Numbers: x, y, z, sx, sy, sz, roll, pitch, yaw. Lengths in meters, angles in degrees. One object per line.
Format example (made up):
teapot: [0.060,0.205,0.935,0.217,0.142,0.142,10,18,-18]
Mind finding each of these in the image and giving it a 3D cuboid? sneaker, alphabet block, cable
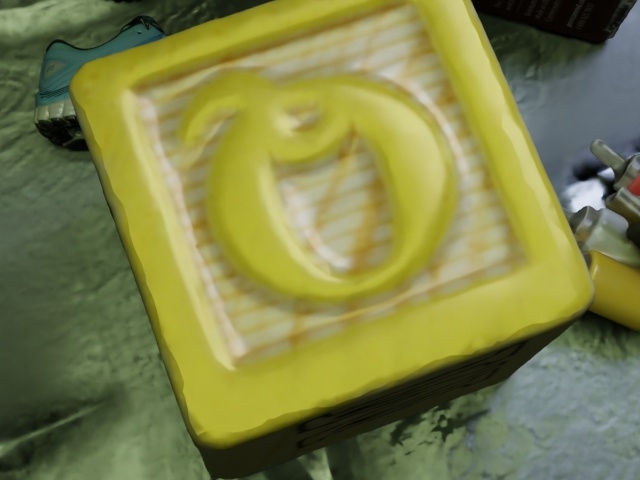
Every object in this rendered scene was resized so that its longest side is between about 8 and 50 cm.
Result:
sneaker: [-0.088,-0.103,0.759,0.162,0.063,0.073,-7,73,-4]
alphabet block: [0.000,0.000,0.667,0.193,0.197,0.192,-21,78,-7]
cable: [0.255,0.044,0.753,0.287,0.072,0.139,40,60,-5]

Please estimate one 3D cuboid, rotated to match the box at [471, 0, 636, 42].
box: [0.126,-0.253,0.749,0.167,0.168,0.203,15,77,3]
